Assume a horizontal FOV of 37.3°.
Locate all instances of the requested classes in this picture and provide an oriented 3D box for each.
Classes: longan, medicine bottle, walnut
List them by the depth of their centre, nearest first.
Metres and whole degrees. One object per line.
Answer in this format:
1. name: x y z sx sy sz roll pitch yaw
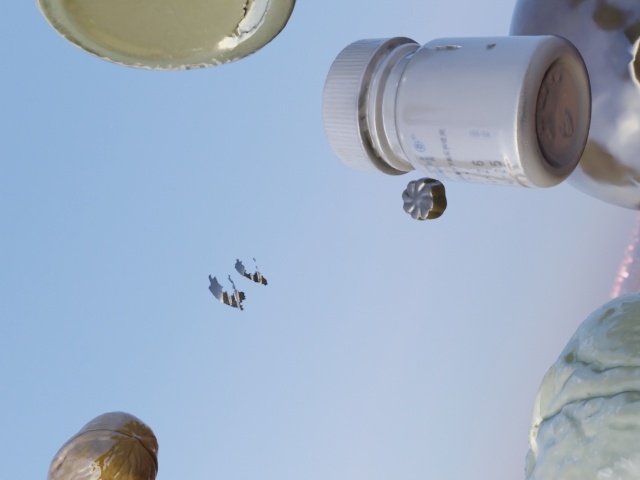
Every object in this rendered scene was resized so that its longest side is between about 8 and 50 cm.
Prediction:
1. medicine bottle: 0.095 -0.093 0.670 0.105 0.168 0.105 -12 -74 -49
2. longan: 0.322 -0.181 0.869 0.319 0.319 0.318 18 -90 -73
3. walnut: -0.348 0.371 1.524 0.197 0.165 0.165 -53 -9 22

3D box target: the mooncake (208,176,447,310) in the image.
1. mooncake: 0.007 0.003 1.237 0.347 0.150 0.057 -41 -29 20

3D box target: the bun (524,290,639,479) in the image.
1. bun: 0.301 0.214 0.841 0.349 0.227 0.352 20 -117 -59

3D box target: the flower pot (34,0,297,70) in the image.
1. flower pot: -0.136 -0.301 0.802 0.307 0.308 0.244 71 -168 -64
